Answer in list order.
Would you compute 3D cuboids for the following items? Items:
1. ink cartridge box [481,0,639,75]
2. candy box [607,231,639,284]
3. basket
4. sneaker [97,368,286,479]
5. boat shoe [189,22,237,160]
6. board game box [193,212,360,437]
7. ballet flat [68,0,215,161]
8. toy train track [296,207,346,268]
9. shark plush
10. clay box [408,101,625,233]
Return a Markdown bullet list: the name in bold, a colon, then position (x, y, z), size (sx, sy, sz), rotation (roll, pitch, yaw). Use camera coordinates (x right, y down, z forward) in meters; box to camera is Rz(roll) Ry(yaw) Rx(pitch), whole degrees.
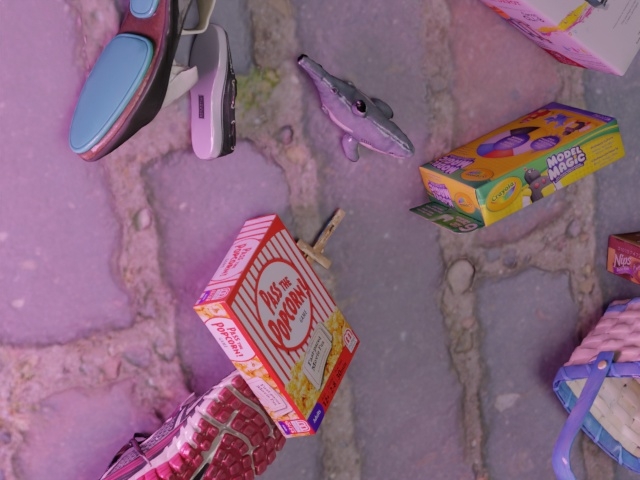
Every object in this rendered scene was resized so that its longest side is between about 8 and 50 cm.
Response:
- **ink cartridge box**: position (0.271, -0.285, 1.549), size (0.176, 0.128, 0.127), rotation (31, 90, -28)
- **candy box**: position (0.462, 0.019, 1.738), size (0.187, 0.109, 0.053), rotation (-5, 106, -24)
- **basket**: position (0.399, 0.231, 1.696), size (0.255, 0.201, 0.289), rotation (49, 50, -27)
- **sneaker**: position (-0.150, 0.226, 1.512), size (0.299, 0.112, 0.121), rotation (-40, 124, -25)
- **boat shoe**: position (-0.107, -0.154, 1.456), size (0.040, 0.049, 0.142), rotation (-11, 111, -43)
- **board game box**: position (-0.043, 0.092, 1.510), size (0.193, 0.045, 0.146), rotation (57, 39, -27)
- **ballet flat**: position (-0.157, -0.201, 1.393), size (0.096, 0.095, 0.280), rotation (17, 97, -40)
- **toy train track**: position (0.000, 0.000, 1.567), size (0.048, 0.014, 0.083), rotation (38, 81, -22)
- **shark plush**: position (0.040, -0.150, 1.511), size (0.073, 0.067, 0.161), rotation (-40, 117, -10)
- **clay box**: position (0.213, -0.083, 1.579), size (0.222, 0.127, 0.053), rotation (-26, 113, -18)
